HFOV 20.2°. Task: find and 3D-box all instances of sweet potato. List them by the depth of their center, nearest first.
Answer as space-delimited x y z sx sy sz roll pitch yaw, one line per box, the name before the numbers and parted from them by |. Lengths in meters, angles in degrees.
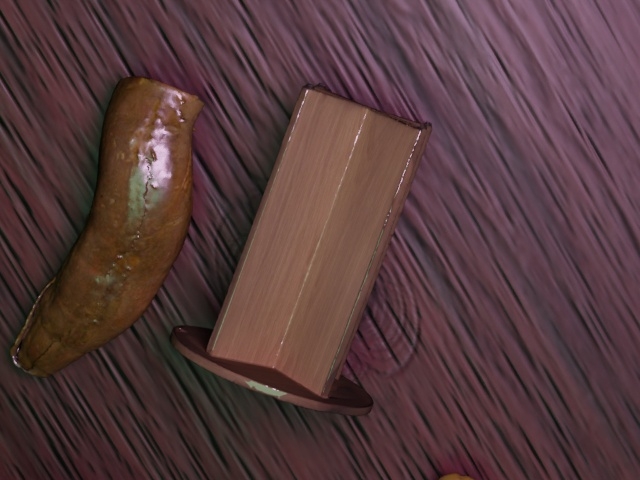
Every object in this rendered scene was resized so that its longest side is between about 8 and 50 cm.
sweet potato | -0.165 0.000 1.445 0.112 0.085 0.286 45 121 31

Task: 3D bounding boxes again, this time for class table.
table | 0.000 0.000 1.387 0.167 0.167 0.226 21 97 3

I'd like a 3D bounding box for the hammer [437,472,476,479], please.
hammer | 0.090 0.337 1.476 0.202 0.113 0.305 6 99 4
